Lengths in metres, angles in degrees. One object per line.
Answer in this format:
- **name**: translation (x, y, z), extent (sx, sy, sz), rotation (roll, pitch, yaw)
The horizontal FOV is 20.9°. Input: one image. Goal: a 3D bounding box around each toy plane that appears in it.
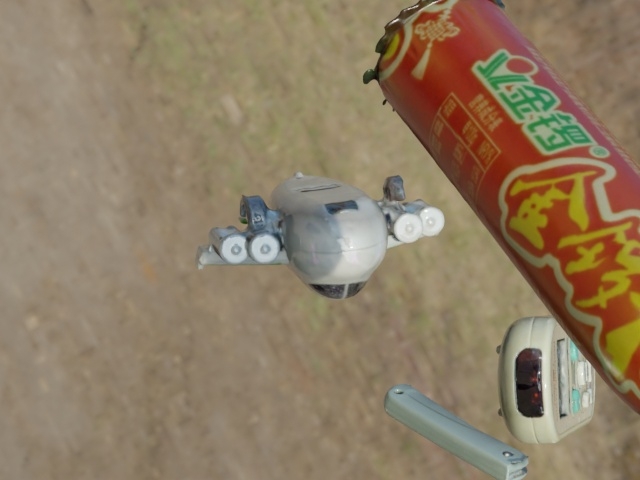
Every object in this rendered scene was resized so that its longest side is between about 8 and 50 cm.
- **toy plane**: translation (0.000, -0.003, 1.183), extent (0.174, 0.174, 0.080), rotation (-36, 121, -73)

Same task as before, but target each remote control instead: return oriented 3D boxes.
- **remote control**: translation (0.148, 0.087, 1.121), extent (0.221, 0.042, 0.078), rotation (4, 85, -73)

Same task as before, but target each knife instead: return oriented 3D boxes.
- **knife**: translation (0.116, 0.163, 1.476), extent (0.044, 0.023, 0.162), rotation (-9, 25, -40)

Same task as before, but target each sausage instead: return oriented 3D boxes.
- **sausage**: translation (0.114, -0.010, 0.752), extent (0.083, 0.083, 0.264), rotation (41, 12, -50)
